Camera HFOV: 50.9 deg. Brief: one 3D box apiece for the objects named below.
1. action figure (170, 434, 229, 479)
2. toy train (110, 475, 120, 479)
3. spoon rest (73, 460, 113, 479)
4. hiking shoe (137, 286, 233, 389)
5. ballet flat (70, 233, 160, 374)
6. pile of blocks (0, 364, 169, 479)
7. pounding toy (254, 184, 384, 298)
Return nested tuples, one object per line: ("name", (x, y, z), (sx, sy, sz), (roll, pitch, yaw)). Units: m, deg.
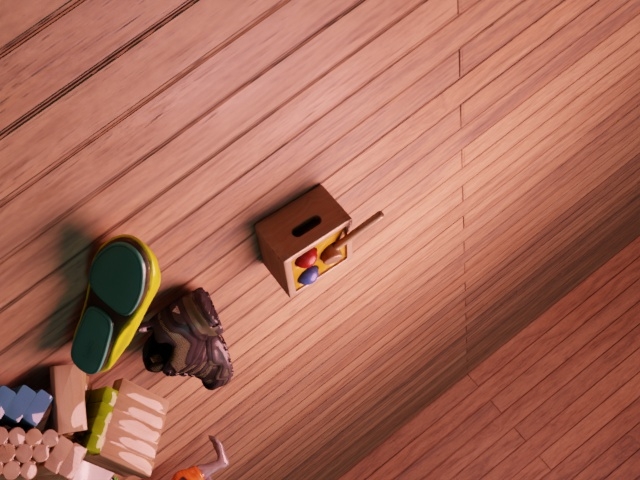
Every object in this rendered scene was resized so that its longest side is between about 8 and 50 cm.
("action figure", (-0.285, 0.520, 1.234), (0.330, 0.178, 0.341), (-43, 178, -37))
("toy train", (-0.367, 0.448, 1.223), (0.017, 0.023, 0.083), (-32, 153, -17))
("spoon rest", (-0.359, 0.348, 1.013), (0.276, 0.084, 0.137), (-51, 152, 22))
("hiking shoe", (-0.192, 0.150, 0.946), (0.114, 0.086, 0.226), (-18, 143, -12))
("ballet flat", (-0.227, 0.064, 0.771), (0.077, 0.077, 0.231), (-41, 167, -53))
("pile of blocks", (-0.363, 0.235, 0.824), (0.113, 0.148, 0.362), (-20, 160, 35))
("pounding toy", (0.000, 0.000, 0.917), (0.141, 0.100, 0.130), (-32, 153, -15))
